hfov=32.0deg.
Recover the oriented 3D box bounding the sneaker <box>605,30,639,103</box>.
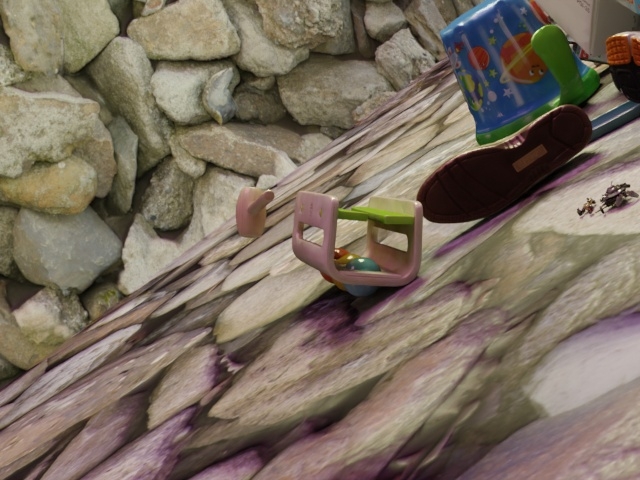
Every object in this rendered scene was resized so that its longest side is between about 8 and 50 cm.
[{"bbox_3d":[0.493,-0.244,1.485,0.121,0.099,0.262,-23,20,-20],"label":"sneaker"}]

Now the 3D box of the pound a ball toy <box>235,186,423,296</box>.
[{"bbox_3d":[0.000,0.000,1.561,0.208,0.136,0.319,3,3,-12],"label":"pound a ball toy"}]

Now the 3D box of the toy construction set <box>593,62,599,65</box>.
[{"bbox_3d":[0.572,-0.490,2.058,0.309,0.237,0.257,-24,12,43],"label":"toy construction set"}]

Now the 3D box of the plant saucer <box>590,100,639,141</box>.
[{"bbox_3d":[0.428,-0.179,1.579,0.192,0.018,0.067,-29,10,20],"label":"plant saucer"}]

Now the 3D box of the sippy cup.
[{"bbox_3d":[0.331,-0.311,1.947,0.305,0.224,0.240,-24,11,42],"label":"sippy cup"}]

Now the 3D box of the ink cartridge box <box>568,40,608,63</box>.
[{"bbox_3d":[0.479,-0.337,2.006,0.115,0.029,0.063,9,8,-4],"label":"ink cartridge box"}]

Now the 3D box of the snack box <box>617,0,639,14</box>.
[{"bbox_3d":[0.473,-0.416,1.582,0.187,0.060,0.322,-28,35,-3],"label":"snack box"}]

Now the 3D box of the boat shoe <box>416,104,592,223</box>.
[{"bbox_3d":[0.252,-0.094,1.533,0.257,0.095,0.095,-25,-4,3],"label":"boat shoe"}]

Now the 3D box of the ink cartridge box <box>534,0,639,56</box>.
[{"bbox_3d":[0.506,-0.421,1.782,0.283,0.117,0.207,-16,44,-12],"label":"ink cartridge box"}]

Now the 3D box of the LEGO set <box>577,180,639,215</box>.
[{"bbox_3d":[0.317,-0.049,1.239,0.083,0.023,0.054,-23,13,42],"label":"LEGO set"}]
